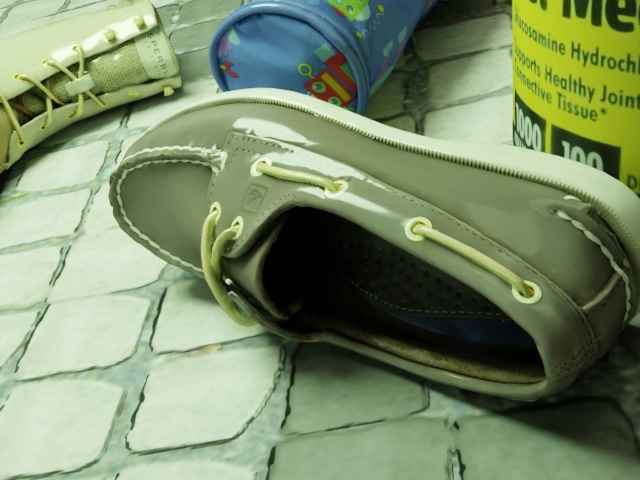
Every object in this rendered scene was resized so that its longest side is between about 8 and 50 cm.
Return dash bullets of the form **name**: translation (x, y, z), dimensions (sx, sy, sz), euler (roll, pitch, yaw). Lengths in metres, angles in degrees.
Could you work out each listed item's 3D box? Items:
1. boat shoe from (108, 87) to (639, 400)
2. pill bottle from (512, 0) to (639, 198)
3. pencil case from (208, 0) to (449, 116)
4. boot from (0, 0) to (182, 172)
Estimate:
- **boat shoe**: translation (0.000, 0.000, 0.544), dimensions (0.324, 0.116, 0.097), euler (14, 38, 34)
- **pill bottle**: translation (0.182, -0.170, 0.490), dimensions (0.188, 0.334, 0.188), euler (-5, 32, 3)
- **pencil case**: translation (0.029, -0.187, 0.833), dimensions (0.133, 0.119, 0.306), euler (-49, 4, 43)
- **boot**: translation (-0.218, -0.124, 0.886), dimensions (0.203, 0.095, 0.262), euler (-15, 25, 0)
